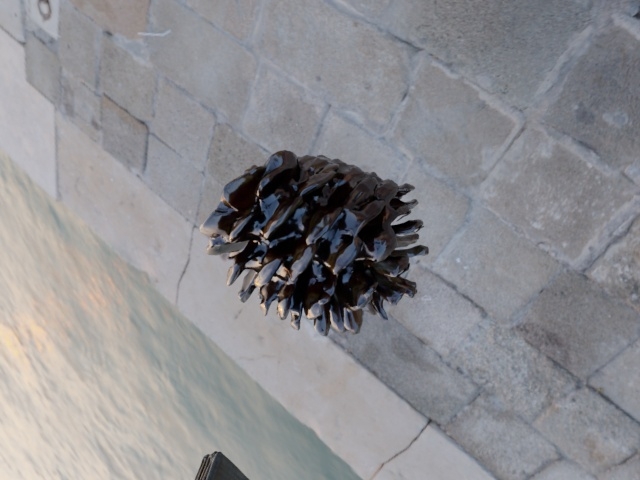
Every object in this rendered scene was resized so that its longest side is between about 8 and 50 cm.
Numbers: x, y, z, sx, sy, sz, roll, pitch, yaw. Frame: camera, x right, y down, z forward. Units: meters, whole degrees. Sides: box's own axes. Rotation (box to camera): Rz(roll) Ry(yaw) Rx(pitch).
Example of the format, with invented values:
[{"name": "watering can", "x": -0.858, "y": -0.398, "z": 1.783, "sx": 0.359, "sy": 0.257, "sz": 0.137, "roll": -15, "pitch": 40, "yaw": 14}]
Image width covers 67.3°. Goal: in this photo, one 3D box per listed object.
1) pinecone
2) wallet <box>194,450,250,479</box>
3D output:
[{"name": "pinecone", "x": 0.001, "y": 0.007, "z": 0.675, "sx": 0.295, "sy": 0.298, "sz": 0.242, "roll": 21, "pitch": 90, "yaw": 9}, {"name": "wallet", "x": -0.096, "y": 0.354, "z": 0.384, "sx": 0.044, "sy": 0.317, "sz": 0.169, "roll": -23, "pitch": 113, "yaw": 24}]
